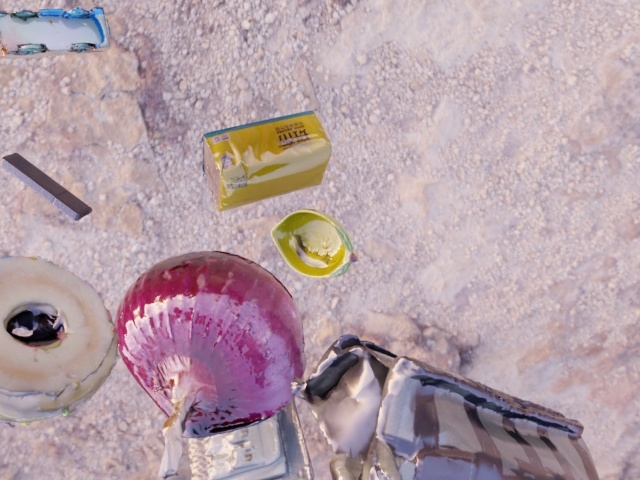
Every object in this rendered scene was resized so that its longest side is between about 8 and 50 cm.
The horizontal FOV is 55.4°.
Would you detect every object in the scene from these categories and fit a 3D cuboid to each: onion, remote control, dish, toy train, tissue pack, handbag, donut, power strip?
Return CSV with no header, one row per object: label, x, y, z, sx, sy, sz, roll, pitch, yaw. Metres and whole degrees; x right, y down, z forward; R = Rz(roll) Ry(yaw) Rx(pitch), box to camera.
onion,-0.157,0.128,0.881,0.256,0.272,0.231,-22,107,-13
remote control,-0.668,-0.132,1.488,0.245,0.063,0.025,35,125,4
dish,0.000,0.000,1.295,0.207,0.080,0.149,19,115,21
toy train,-0.439,-0.337,0.987,0.188,0.099,0.072,-14,109,-27
tissue pack,-0.126,-0.179,1.408,0.270,0.134,0.192,-17,162,-17
handbag,0.114,0.272,0.457,0.162,0.325,0.327,-21,143,33
donut,-0.284,0.098,0.591,0.174,0.175,0.068,29,127,-24
power strip,-0.130,0.357,1.049,0.213,0.198,0.065,-18,147,-2
